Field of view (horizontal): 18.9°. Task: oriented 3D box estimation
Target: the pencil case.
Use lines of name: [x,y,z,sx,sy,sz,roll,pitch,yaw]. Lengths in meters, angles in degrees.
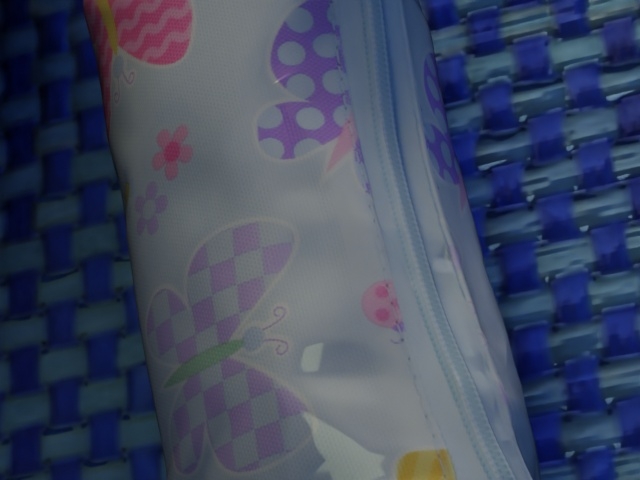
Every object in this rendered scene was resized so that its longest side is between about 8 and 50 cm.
pencil case: [0.000,0.000,0.620,0.124,0.113,0.273,-28,60,32]
